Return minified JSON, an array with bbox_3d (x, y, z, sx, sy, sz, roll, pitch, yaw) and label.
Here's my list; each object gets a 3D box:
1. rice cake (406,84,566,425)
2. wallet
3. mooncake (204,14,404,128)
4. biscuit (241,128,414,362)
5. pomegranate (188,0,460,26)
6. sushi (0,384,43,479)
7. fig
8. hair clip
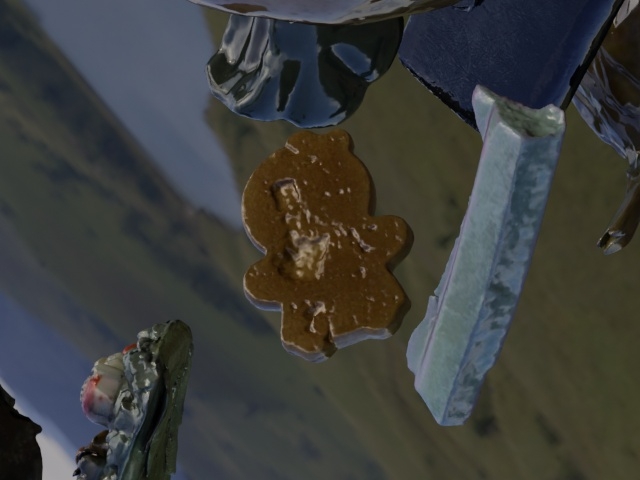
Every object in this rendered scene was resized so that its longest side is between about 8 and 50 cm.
[{"bbox_3d":[0.120,0.015,1.261,0.081,0.051,0.290,45,137,38],"label":"rice cake"},{"bbox_3d":[0.160,-0.195,1.394,0.172,0.045,0.318,41,153,10],"label":"wallet"},{"bbox_3d":[-0.019,-0.171,1.263,0.175,0.168,0.104,63,-177,-33],"label":"mooncake"},{"bbox_3d":[0.001,0.001,1.722,0.035,0.184,0.249,57,-168,-66],"label":"biscuit"},{"bbox_3d":[0.012,-0.257,0.787,0.322,0.322,0.322,48,174,7],"label":"pomegranate"},{"bbox_3d":[-0.215,0.071,0.813,0.147,0.115,0.213,-18,87,51],"label":"sushi"},{"bbox_3d":[0.322,-0.136,1.556,0.286,0.369,0.286,28,157,13],"label":"fig"},{"bbox_3d":[-0.165,0.219,1.399,0.091,0.321,0.138,8,-162,7],"label":"hair clip"}]
